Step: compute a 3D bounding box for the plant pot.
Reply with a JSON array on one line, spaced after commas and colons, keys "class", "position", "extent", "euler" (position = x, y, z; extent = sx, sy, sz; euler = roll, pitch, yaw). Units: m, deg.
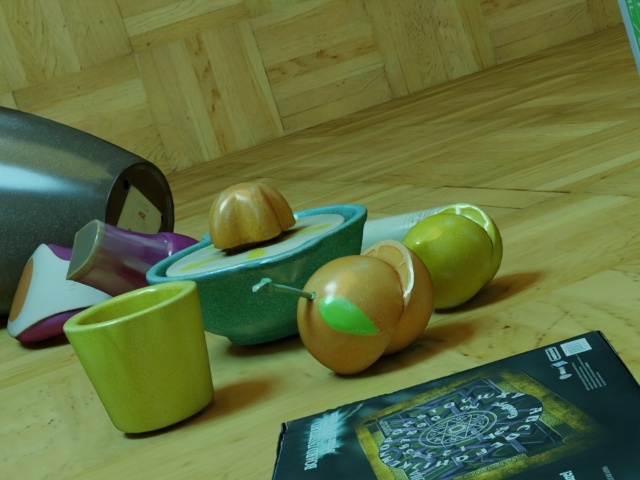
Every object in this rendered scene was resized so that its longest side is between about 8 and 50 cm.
[{"class": "plant pot", "position": [-0.256, -0.022, 1.167], "extent": [0.230, 0.215, 0.215], "euler": [4, 18, 27]}]

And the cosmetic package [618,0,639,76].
[{"class": "cosmetic package", "position": [0.231, -0.078, 0.446], "extent": [0.155, 0.197, 0.365], "euler": [-17, 7, 1]}]

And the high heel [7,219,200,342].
[{"class": "high heel", "position": [-0.159, 0.042, 0.989], "extent": [0.117, 0.082, 0.244], "euler": [20, -29, -24]}]

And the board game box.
[{"class": "board game box", "position": [0.044, 0.077, 0.391], "extent": [0.126, 0.026, 0.186], "euler": [-17, 8, 5]}]

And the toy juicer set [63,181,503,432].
[{"class": "toy juicer set", "position": [0.000, 0.000, 0.749], "extent": [0.209, 0.089, 0.329], "euler": [-15, 10, 14]}]
